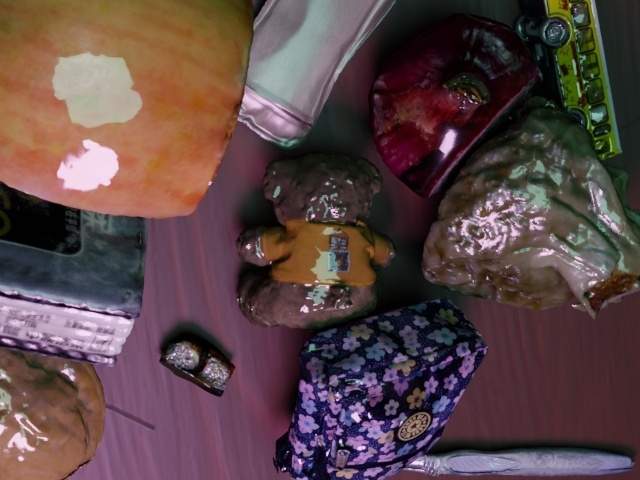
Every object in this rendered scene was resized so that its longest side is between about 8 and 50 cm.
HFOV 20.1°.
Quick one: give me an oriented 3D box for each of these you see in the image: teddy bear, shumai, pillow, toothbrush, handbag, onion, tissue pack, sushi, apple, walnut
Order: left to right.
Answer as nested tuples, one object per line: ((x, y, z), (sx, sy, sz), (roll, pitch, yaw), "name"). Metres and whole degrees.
((-0.351, -0.029, 1.744), (0.361, 0.259, 0.122), (13, 138, -17), "tissue pack")
((-0.324, 0.153, 1.823), (0.245, 0.198, 0.198), (40, 90, -22), "walnut")
((-0.242, -0.185, 1.739), (0.309, 0.252, 0.314), (16, 80, -26), "apple")
((-0.132, 0.131, 1.963), (0.083, 0.044, 0.046), (34, 71, -23), "sushi")
((-0.017, -0.214, 1.899), (0.131, 0.038, 0.232), (30, 94, -18), "pillow")
((0.000, 0.000, 1.916), (0.177, 0.140, 0.190), (-2, 96, -13), "teddy bear")
((0.061, 0.175, 1.946), (0.229, 0.127, 0.207), (-17, 139, -27), "handbag")
((0.132, -0.152, 1.869), (0.195, 0.218, 0.140), (-38, 84, 3), "onion")
((0.177, 0.258, 2.083), (0.413, 0.042, 0.035), (2, 103, -19), "toothbrush")
((0.245, -0.002, 1.908), (0.218, 0.256, 0.189), (32, 50, 13), "shumai")

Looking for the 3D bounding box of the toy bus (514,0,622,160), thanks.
((0.265, -0.193, 1.971), (0.074, 0.081, 0.226), (-18, 105, -16), "toy bus")
